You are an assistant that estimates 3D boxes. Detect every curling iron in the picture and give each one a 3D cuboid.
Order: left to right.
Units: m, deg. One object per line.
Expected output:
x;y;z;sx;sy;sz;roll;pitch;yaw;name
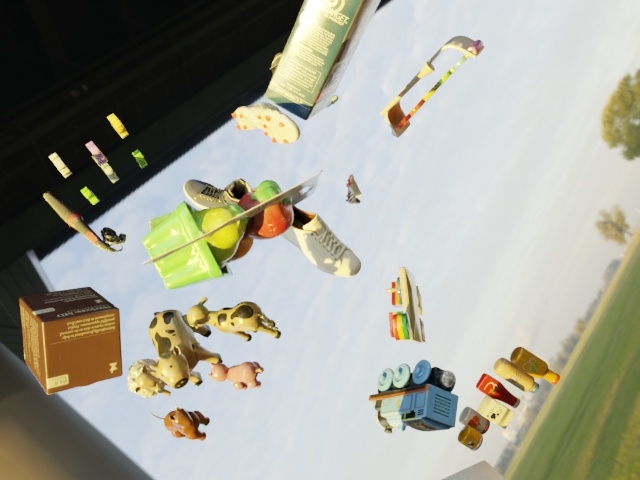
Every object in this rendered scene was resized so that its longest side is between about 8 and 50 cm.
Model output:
-0.493;-0.039;1.252;0.068;0.274;0.035;7;-73;-58;curling iron

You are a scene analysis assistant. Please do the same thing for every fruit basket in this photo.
-0.165;-0.041;1.211;0.353;0.165;0.327;-34;-1;-4;fruit basket

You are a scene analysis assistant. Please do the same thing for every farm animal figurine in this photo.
-0.278;0.236;1.302;0.172;0.327;0.330;38;-97;-41;farm animal figurine

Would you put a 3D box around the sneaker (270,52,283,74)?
-0.088;-0.398;1.468;0.078;0.106;0.234;-25;11;17;sneaker

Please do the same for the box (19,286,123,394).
-0.570;0.219;1.394;0.169;0.203;0.167;-8;-74;-38;box

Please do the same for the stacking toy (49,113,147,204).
-0.495;-0.175;1.398;0.167;0.052;0.221;-38;-19;-12;stacking toy

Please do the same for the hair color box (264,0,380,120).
0.025;-0.425;1.205;0.347;0.105;0.174;-62;-4;30;hair color box

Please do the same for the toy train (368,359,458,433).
0.151;0.264;1.014;0.184;0.080;0.105;-31;37;53;toy train

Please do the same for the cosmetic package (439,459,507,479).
0.261;0.556;1.046;0.377;0.284;0.097;-4;-64;-38;cosmetic package

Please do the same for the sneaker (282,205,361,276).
0.000;0.000;1.777;0.106;0.290;0.123;-55;-3;-33;sneaker

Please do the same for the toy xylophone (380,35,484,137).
0.271;-0.394;1.576;0.323;0.081;0.236;-44;3;46;toy xylophone

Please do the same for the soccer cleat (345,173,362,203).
0.076;-0.115;1.371;0.083;0.036;0.029;89;-162;-45;soccer cleat

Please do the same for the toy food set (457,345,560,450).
0.382;0.338;1.263;0.232;0.105;0.111;-58;4;-4;toy food set

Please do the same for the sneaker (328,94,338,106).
-0.006;-0.383;1.622;0.098;0.069;0.038;-22;-4;5;sneaker

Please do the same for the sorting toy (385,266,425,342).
0.157;0.128;1.159;0.274;0.046;0.132;34;-130;-70;sorting toy

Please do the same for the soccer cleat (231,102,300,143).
-0.097;-0.241;1.211;0.076;0.196;0.068;-34;-52;-29;soccer cleat

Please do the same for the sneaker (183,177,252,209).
-0.284;-0.137;1.721;0.086;0.226;0.163;-56;-5;-30;sneaker
